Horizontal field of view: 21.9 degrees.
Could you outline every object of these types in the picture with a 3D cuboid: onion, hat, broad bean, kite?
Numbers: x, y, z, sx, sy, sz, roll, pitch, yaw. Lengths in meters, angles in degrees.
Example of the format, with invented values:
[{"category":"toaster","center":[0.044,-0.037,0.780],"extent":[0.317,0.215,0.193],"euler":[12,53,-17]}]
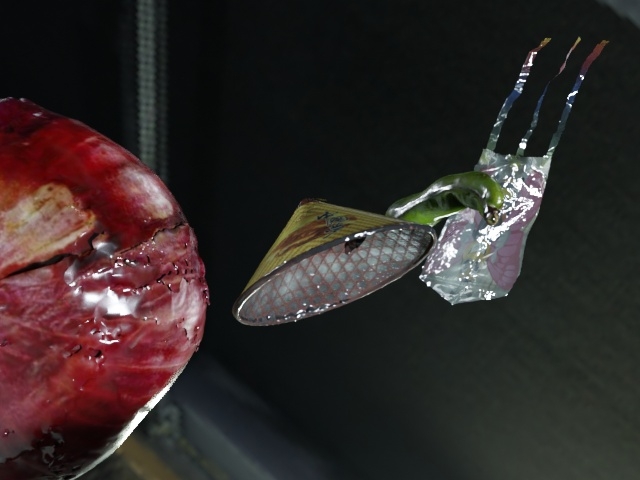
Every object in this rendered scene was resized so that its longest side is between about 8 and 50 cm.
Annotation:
[{"category":"onion","center":[-0.197,0.032,1.010],"extent":[0.252,0.252,0.219],"euler":[40,5,12]},{"category":"hat","center":[0.000,0.000,1.467],"extent":[0.082,0.193,0.193],"euler":[67,-23,17]},{"category":"broad bean","center":[0.112,-0.031,1.587],"extent":[0.046,0.061,0.195],"euler":[34,-24,-26]},{"category":"kite","center":[0.229,-0.088,1.994],"extent":[0.022,0.360,0.204],"euler":[29,-10,-28]}]
